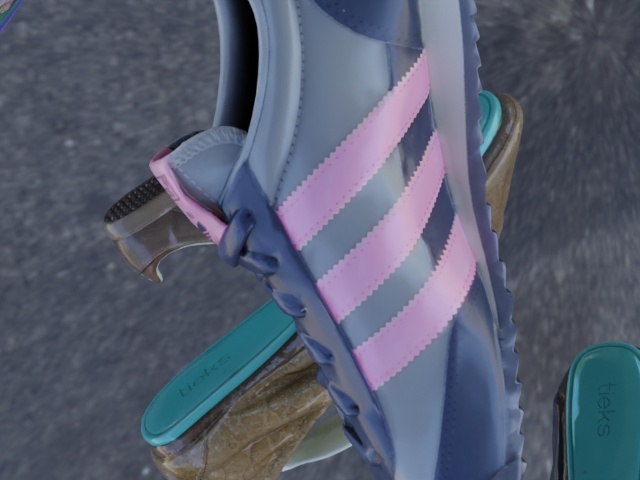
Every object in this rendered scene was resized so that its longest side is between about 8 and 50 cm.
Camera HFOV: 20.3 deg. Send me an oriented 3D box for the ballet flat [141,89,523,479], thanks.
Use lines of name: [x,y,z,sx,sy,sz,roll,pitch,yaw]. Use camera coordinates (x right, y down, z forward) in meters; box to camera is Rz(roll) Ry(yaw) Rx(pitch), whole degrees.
ballet flat: [0.033,0.053,1.196,0.342,0.116,0.124,-46,115,4]

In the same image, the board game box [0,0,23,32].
board game box: [-0.339,-0.190,1.509,0.078,0.347,0.233,38,109,-3]

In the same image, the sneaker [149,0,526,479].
sneaker: [0.000,0.000,0.719,0.131,0.112,0.319,-10,93,-14]

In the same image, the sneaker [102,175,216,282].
sneaker: [-0.079,-0.038,1.419,0.188,0.066,0.071,-30,116,-1]

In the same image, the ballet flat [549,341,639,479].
ballet flat: [0.129,0.143,0.793,0.074,0.074,0.203,8,57,8]
